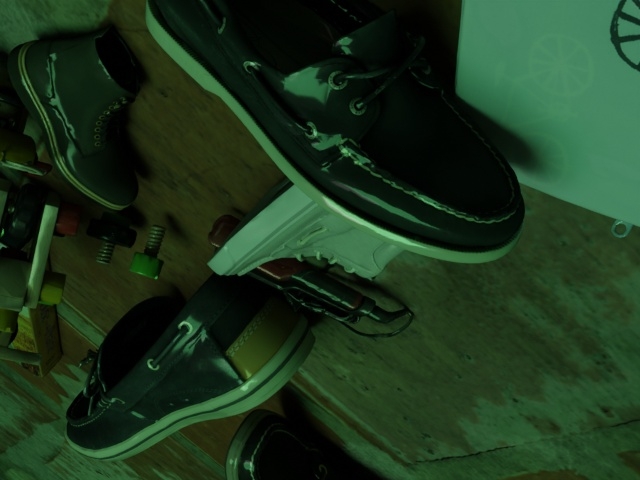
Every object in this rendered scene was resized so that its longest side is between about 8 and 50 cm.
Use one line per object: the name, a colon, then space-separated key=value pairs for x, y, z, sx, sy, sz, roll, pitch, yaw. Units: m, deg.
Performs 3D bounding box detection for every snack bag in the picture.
snack bag: x=0.232 y=-0.115 z=0.502 sx=0.343 sy=0.037 sz=0.323 roll=23 pitch=143 yaw=23

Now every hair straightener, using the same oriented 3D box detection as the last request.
hair straightener: x=-0.011 y=0.046 z=0.907 sx=0.230 sy=0.047 sz=0.089 roll=22 pitch=157 yaw=10

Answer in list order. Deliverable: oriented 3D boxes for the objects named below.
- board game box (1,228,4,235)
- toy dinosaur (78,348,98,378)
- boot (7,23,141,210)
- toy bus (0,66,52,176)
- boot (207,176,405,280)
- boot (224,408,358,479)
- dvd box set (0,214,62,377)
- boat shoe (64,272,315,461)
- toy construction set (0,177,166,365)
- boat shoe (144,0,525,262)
board game box: x=-0.524 y=-0.081 z=1.110 sx=0.124 sy=0.039 sz=0.259 roll=-38 pitch=93 yaw=28
toy dinosaur: x=-0.310 y=0.208 z=1.331 sx=0.118 sy=0.064 sz=0.268 roll=16 pitch=140 yaw=4
boot: x=-0.214 y=-0.116 z=0.851 sx=0.137 sy=0.077 sz=0.198 roll=-4 pitch=131 yaw=36
toy bus: x=-0.368 y=-0.138 z=0.908 sx=0.202 sy=0.104 sz=0.191 roll=14 pitch=179 yaw=-6
boot: x=0.000 y=0.000 z=0.778 sx=0.123 sy=0.095 sz=0.258 roll=44 pitch=140 yaw=-10
boot: x=0.051 y=0.379 z=1.157 sx=0.284 sy=0.138 sz=0.377 roll=11 pitch=143 yaw=33
dvd box set: x=-0.559 y=0.037 z=1.333 sx=0.308 sy=0.062 sz=0.420 roll=30 pitch=146 yaw=6
boat shoe: x=-0.209 y=0.157 z=1.082 sx=0.156 sy=0.187 sz=0.500 roll=47 pitch=138 yaw=-13
toy construction set: x=-0.387 y=0.044 z=0.942 sx=0.257 sy=0.237 sz=0.309 roll=11 pitch=172 yaw=45
boat shoe: x=0.013 y=-0.122 z=0.592 sx=0.340 sy=0.127 sz=0.113 roll=44 pitch=145 yaw=18
